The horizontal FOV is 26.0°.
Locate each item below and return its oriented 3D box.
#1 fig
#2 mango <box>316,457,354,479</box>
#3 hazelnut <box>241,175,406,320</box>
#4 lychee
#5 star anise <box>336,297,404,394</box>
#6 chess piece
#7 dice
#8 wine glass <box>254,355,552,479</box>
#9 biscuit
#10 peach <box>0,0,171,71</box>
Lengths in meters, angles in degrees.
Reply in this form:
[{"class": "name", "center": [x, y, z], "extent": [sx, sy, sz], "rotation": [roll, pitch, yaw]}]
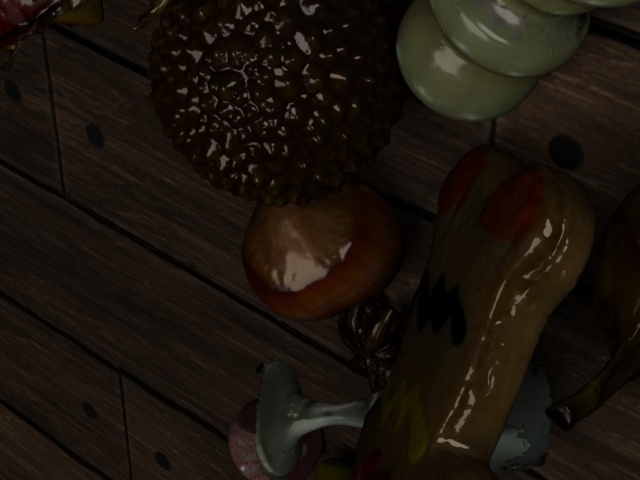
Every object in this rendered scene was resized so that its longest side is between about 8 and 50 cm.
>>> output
[{"class": "fig", "center": [0.271, 0.039, 1.143], "extent": [0.190, 0.290, 0.190], "rotation": [54, 155, 40]}, {"class": "mango", "center": [0.076, 0.331, 1.732], "extent": [0.191, 0.085, 0.122], "rotation": [6, 133, 56]}, {"class": "hazelnut", "center": [0.000, 0.000, 1.494], "extent": [0.182, 0.182, 0.182], "rotation": [27, 136, 31]}, {"class": "lychee", "center": [-0.038, -0.170, 1.301], "extent": [0.267, 0.267, 0.267], "rotation": [27, 136, 31]}, {"class": "star anise", "center": [0.071, 0.128, 1.593], "extent": [0.168, 0.057, 0.167], "rotation": [26, 135, 29]}, {"class": "chess piece", "center": [0.167, -0.213, 1.146], "extent": [0.182, 0.182, 0.330], "rotation": [49, 148, 6]}, {"class": "dice", "center": [-0.058, 0.262, 1.807], "extent": [0.091, 0.093, 0.094], "rotation": [14, 126, 40]}, {"class": "wine glass", "center": [0.086, 0.187, 1.493], "extent": [0.321, 0.143, 0.143], "rotation": [-7, 115, 24]}, {"class": "biscuit", "center": [0.112, 0.111, 1.226], "extent": [0.076, 0.394, 0.368], "rotation": [19, -174, -10]}, {"class": "peach", "center": [-0.249, -0.328, 1.353], "extent": [0.417, 0.339, 0.353], "rotation": [22, 133, 29]}]
